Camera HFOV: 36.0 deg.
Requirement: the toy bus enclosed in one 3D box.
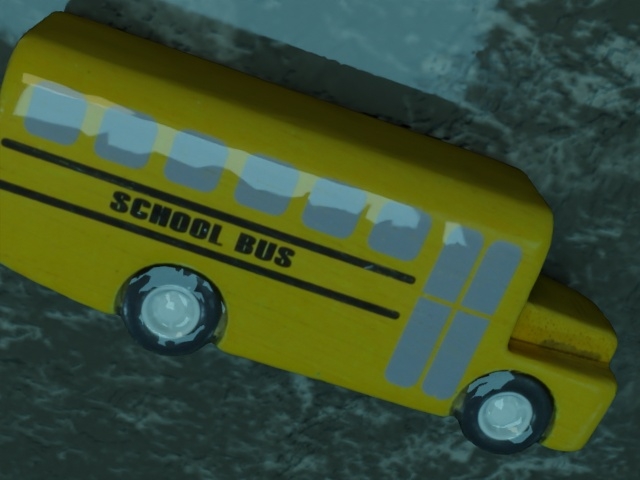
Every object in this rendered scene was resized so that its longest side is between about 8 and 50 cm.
[{"bbox_3d":[0.000,0.000,0.517,0.333,0.108,0.130,18,110,-9],"label":"toy bus"}]
